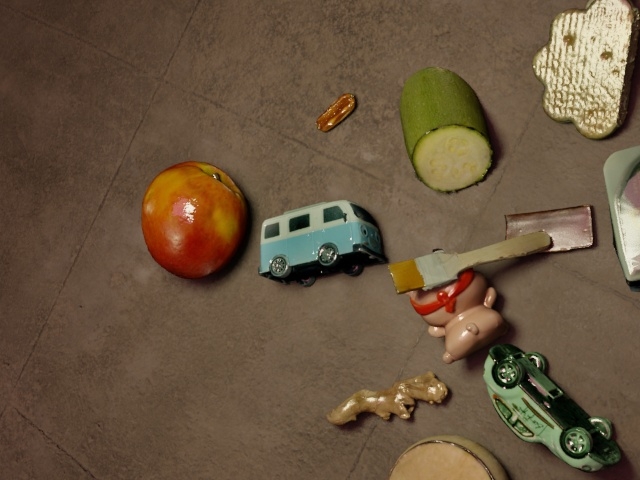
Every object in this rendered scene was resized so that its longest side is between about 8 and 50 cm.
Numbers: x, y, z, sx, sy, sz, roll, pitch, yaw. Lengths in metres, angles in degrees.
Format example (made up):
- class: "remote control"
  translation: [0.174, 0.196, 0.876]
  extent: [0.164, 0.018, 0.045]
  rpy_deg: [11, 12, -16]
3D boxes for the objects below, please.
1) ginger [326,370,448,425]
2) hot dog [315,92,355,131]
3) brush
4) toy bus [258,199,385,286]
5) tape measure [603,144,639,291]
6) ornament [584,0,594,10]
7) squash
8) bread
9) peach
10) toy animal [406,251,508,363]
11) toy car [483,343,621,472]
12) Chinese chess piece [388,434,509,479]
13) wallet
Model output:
- class: "ginger"
  translation: [0.138, 0.352, 1.799]
  extent: [0.288, 0.075, 0.089]
  rpy_deg: [-22, 75, 18]
- class: "hot dog"
  translation: [0.037, -0.303, 1.999]
  extent: [0.122, 0.037, 0.049]
  rpy_deg: [-38, 77, 23]
- class: "brush"
  translation: [0.302, 0.038, 1.671]
  extent: [0.337, 0.020, 0.085]
  rpy_deg: [-14, 53, -7]
- class: "toy bus"
  translation: [0.000, 0.000, 1.902]
  extent: [0.271, 0.133, 0.164]
  rpy_deg: [-14, 70, 28]
- class: "tape measure"
  translation: [0.663, -0.055, 1.557]
  extent: [0.262, 0.138, 0.259]
  rpy_deg: [-13, 76, 25]
- class: "ornament"
  translation: [0.602, -0.504, 1.715]
  extent: [0.081, 0.075, 0.156]
  rpy_deg: [29, 93, -7]
- class: "squash"
  translation: [0.276, -0.252, 1.867]
  extent: [0.189, 0.189, 0.260]
  rpy_deg: [-29, 32, 20]
- class: "bread"
  translation: [0.532, -0.355, 1.699]
  extent: [0.207, 0.056, 0.286]
  rpy_deg: [18, 108, 34]
- class: "peach"
  translation: [-0.310, -0.048, 2.015]
  extent: [0.281, 0.238, 0.280]
  rpy_deg: [2, 100, 10]
- class: "toy animal"
  translation: [0.277, 0.136, 1.719]
  extent: [0.171, 0.171, 0.197]
  rpy_deg: [-35, 74, 18]
- class: "toy car"
  translation: [0.428, 0.332, 1.610]
  extent: [0.306, 0.136, 0.125]
  rpy_deg: [48, 117, 25]
- class: "Chinese chess piece"
  translation: [0.256, 0.519, 1.677]
  extent: [0.257, 0.104, 0.257]
  rpy_deg: [-6, 76, 27]
- class: "wallet"
  translation: [0.467, -0.019, 1.717]
  extent: [0.176, 0.026, 0.095]
  rpy_deg: [-8, 70, 25]
